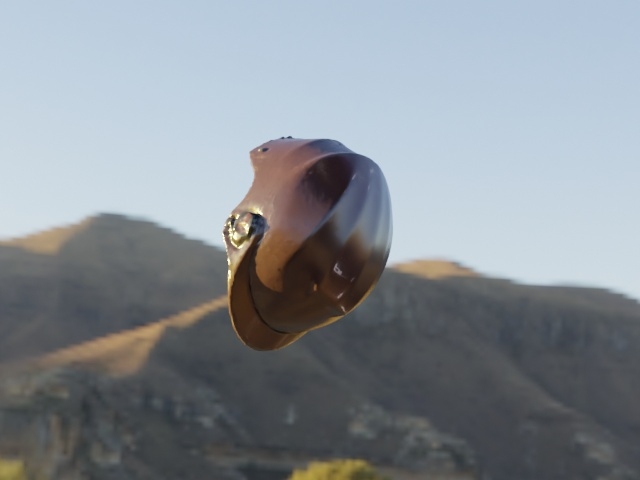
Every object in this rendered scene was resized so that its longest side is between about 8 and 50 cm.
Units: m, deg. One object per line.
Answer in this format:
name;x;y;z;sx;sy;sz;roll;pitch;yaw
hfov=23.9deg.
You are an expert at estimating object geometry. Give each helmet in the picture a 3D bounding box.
helmet;0.000;0.000;0.830;0.070;0.123;0.098;-4;-28;28
